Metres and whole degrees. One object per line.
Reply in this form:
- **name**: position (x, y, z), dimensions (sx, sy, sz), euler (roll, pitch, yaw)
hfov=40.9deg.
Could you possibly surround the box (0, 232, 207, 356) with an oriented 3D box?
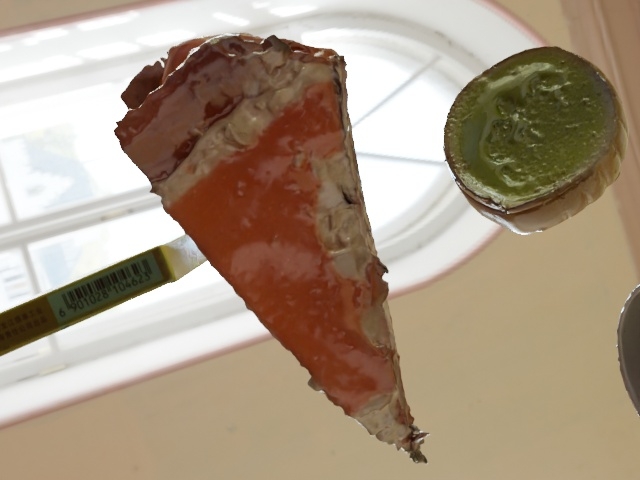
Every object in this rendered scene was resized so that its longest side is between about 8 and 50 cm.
- **box**: position (-0.243, 0.064, 0.780), dimensions (0.153, 0.279, 0.041), euler (-62, 129, -83)

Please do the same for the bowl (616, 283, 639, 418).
- **bowl**: position (0.411, 0.122, 0.736), dimensions (0.287, 0.143, 0.287), euler (49, -25, 32)

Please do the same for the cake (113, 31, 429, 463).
- **cake**: position (0.001, 0.001, 0.507), dimensions (0.287, 0.135, 0.098), euler (57, -5, -8)

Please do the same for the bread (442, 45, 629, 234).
- **bread**: position (0.265, -0.128, 1.071), dimensions (0.070, 0.236, 0.236), euler (41, 19, -57)
